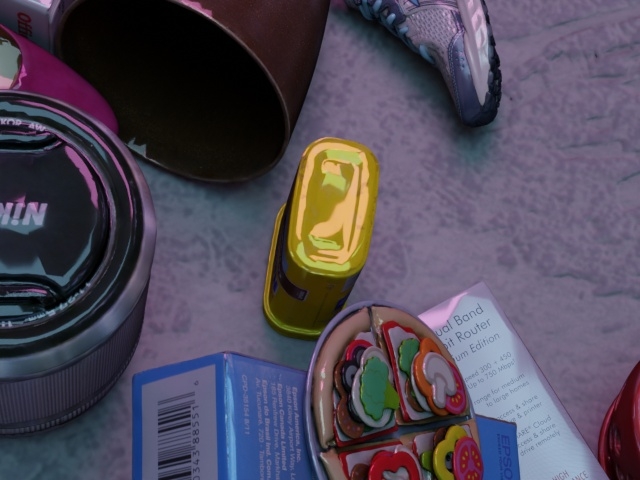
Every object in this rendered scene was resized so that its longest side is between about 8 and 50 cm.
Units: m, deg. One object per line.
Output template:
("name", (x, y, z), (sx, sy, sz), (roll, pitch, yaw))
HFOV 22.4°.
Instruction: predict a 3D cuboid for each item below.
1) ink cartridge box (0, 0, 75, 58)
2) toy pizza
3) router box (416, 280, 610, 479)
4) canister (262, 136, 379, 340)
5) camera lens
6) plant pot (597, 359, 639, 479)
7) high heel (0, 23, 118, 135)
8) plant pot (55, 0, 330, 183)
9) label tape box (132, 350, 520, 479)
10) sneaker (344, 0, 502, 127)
("ink cartridge box", (-0.309, -0.232, 1.390), (0.208, 0.153, 0.087), (23, 68, -1))
("toy pizza", (0.063, 0.139, 1.168), (0.201, 0.032, 0.201), (23, 59, -43))
("router box", (0.065, 0.242, 1.312), (0.335, 0.082, 0.301), (-28, 77, -16))
("canister", (0.000, 0.000, 1.341), (0.073, 0.170, 0.126), (11, 69, -4))
("camera lens", (-0.241, 0.027, 1.240), (0.219, 0.274, 0.219), (3, 70, -8))
("plant pot", (0.324, 0.169, 1.325), (0.191, 0.174, 0.191), (3, 70, -8))
("high heel", (-0.326, -0.167, 1.261), (0.377, 0.181, 0.127), (19, 66, -13))
("plant pot", (-0.080, -0.206, 1.401), (0.215, 0.215, 0.230), (27, 55, 2))
("label tape box", (0.015, 0.232, 1.185), (0.333, 0.106, 0.240), (19, 62, -45))
("sneaker", (0.083, -0.222, 1.484), (0.122, 0.110, 0.283), (-19, 71, 4))
